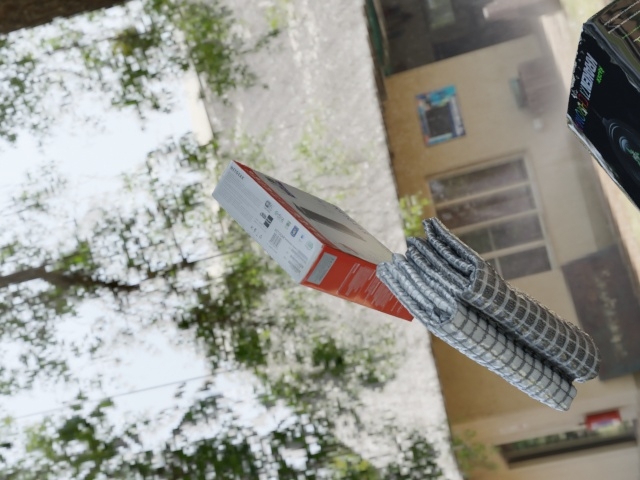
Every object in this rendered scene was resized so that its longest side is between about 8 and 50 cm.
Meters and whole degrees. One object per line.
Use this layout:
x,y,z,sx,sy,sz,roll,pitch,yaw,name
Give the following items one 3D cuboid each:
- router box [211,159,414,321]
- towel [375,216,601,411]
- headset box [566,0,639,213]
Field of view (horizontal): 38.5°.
0.000,0.000,1.689,0.301,0.082,0.335,21,-165,-43,router box
0.232,0.093,1.278,0.235,0.121,0.283,33,-173,-20,towel
0.365,-0.077,0.825,0.283,0.131,0.246,56,-179,17,headset box
